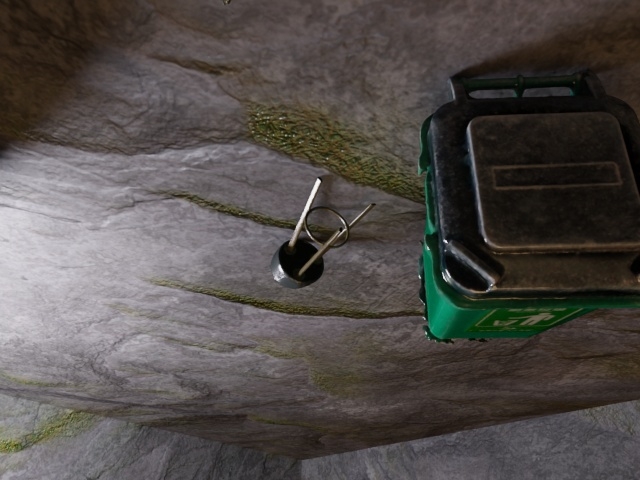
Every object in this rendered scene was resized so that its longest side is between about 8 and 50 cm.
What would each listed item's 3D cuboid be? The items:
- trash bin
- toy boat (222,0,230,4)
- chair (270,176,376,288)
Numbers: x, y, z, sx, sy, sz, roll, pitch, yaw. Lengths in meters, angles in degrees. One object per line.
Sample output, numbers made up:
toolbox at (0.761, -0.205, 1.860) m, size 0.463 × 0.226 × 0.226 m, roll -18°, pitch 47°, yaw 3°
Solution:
trash bin at (0.251, -0.010, 0.699) m, size 0.259 × 0.295 × 0.381 m, roll -1°, pitch 156°, yaw 3°
toy boat at (-0.037, -0.317, 0.360) m, size 0.114 × 0.122 × 0.296 m, roll 25°, pitch 139°, yaw -30°
chair at (-0.001, 0.000, 0.857) m, size 0.095 × 0.104 × 0.221 m, roll 2°, pitch 147°, yaw -32°
